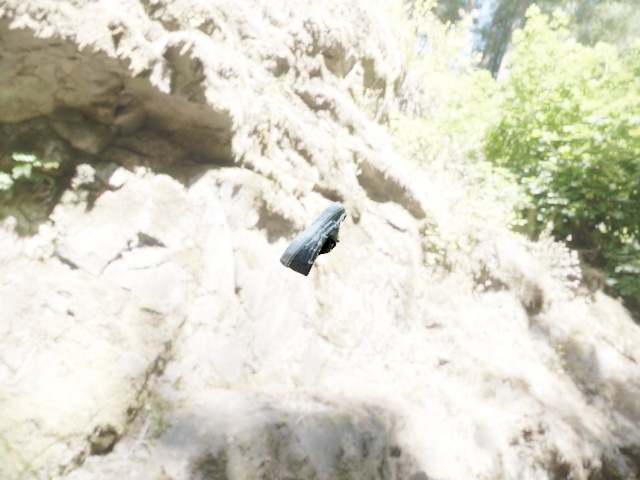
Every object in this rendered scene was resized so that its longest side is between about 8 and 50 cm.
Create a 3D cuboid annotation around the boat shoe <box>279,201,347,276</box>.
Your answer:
[{"bbox_3d":[0.000,0.000,0.852,0.040,0.142,0.049,36,-48,9],"label":"boat shoe"}]
